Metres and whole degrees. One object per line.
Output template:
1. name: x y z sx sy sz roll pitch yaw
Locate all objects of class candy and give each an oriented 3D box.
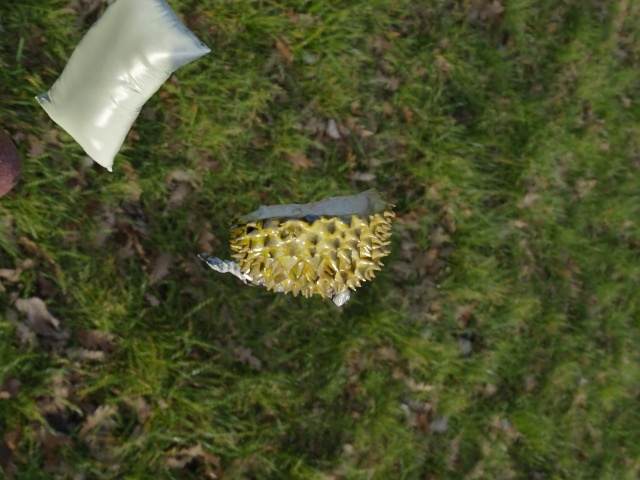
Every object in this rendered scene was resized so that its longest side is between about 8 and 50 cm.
1. candy: -0.067 0.052 1.183 0.094 0.226 0.051 106 -3 -62

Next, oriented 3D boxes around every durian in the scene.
1. durian: -0.004 0.009 1.047 0.250 0.183 0.138 -4 109 -36

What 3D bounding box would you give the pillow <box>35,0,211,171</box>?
1. pillow: -0.262 -0.221 1.078 0.254 0.144 0.078 -43 178 27

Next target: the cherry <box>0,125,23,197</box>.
1. cherry: -0.799 -0.174 1.793 0.307 0.221 0.261 -7 134 -54
